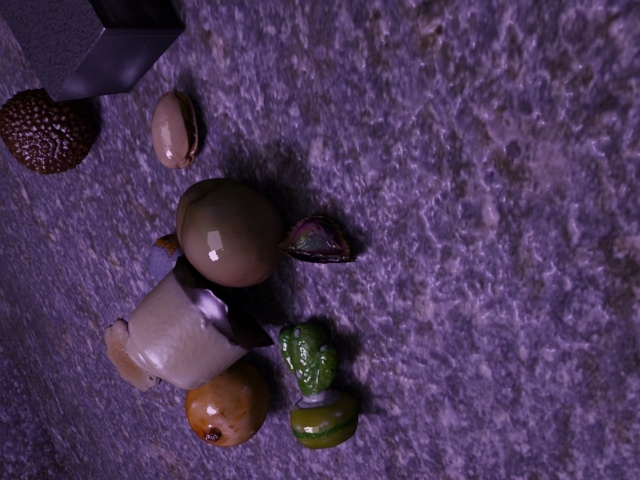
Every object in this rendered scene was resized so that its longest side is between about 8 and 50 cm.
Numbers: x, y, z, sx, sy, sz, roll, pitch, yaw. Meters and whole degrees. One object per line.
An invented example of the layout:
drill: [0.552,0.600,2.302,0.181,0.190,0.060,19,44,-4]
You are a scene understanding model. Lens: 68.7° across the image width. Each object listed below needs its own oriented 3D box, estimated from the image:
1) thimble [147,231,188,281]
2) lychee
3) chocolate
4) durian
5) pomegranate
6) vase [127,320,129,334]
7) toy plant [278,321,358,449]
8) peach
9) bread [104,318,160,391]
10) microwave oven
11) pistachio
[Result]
thimble: [-0.433,0.063,1.401,0.118,0.127,0.151,28,125,18]
lychee: [-0.799,-0.333,1.394,0.267,0.267,0.267,14,118,28]
chocolate: [-0.343,0.251,1.254,0.326,0.297,0.314,30,166,41]
durian: [0.000,-0.004,1.124,0.186,0.119,0.108,7,78,4]
pomegranate: [-0.278,0.489,1.414,0.264,0.264,0.264,14,118,28]
vase: [-0.601,0.328,1.649,0.120,0.120,0.183,15,133,27]
toy plant: [-0.016,0.373,1.254,0.224,0.184,0.316,-14,93,55]
peach: [-0.222,-0.011,1.149,0.292,0.247,0.292,26,132,33]
bread: [-0.743,0.454,1.828,0.316,0.054,0.316,15,120,29]
microwave oven: [-0.601,-0.613,1.137,0.374,0.236,0.432,-25,96,39]
pistachio: [-0.386,-0.284,1.220,0.145,0.117,0.200,11,116,34]
